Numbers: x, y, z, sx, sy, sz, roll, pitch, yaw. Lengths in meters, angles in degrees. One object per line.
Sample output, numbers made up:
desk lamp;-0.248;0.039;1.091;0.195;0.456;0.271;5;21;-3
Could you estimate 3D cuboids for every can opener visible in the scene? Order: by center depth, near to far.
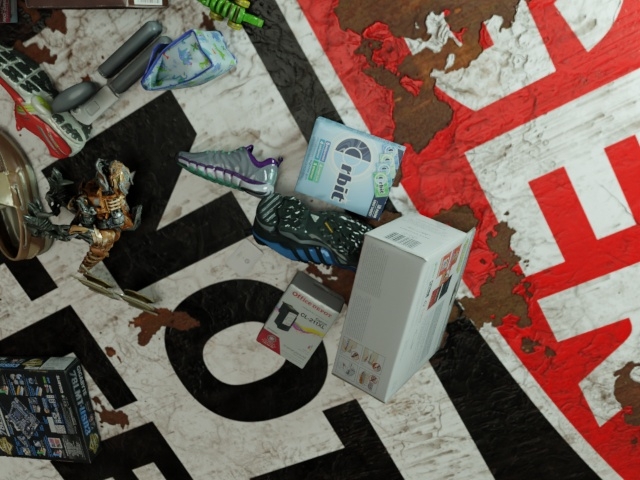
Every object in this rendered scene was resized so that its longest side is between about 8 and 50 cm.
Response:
can opener;-0.419;-0.333;1.211;0.280;0.093;0.074;-34;102;16

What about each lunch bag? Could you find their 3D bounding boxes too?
lunch bag;-0.258;-0.338;1.149;0.151;0.129;0.096;-27;98;22

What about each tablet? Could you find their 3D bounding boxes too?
tablet;-0.171;0.040;1.343;0.054;0.006;0.083;41;114;-5

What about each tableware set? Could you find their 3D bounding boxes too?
tableware set;-0.473;0.114;1.398;0.194;0.128;0.039;20;71;6

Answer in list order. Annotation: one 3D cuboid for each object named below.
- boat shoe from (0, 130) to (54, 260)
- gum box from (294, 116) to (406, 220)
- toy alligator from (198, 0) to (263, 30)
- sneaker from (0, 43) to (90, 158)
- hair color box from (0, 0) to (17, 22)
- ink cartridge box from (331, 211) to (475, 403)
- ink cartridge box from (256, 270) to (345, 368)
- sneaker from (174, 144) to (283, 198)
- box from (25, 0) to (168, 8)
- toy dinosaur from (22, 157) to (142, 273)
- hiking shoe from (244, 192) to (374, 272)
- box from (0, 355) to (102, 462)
boat shoe;-0.715;-0.104;1.345;0.123;0.116;0.324;-15;107;17
gum box;0.058;-0.144;1.203;0.185;0.041;0.156;20;113;5
toy alligator;-0.200;-0.452;1.135;0.190;0.051;0.056;27;113;1
sneaker;-0.623;-0.288;1.264;0.118;0.107;0.279;-35;100;27
hair color box;-0.808;-0.565;1.191;0.375;0.113;0.185;15;113;7
ink cartridge box;0.171;0.116;1.188;0.130;0.272;0.309;24;115;27
ink cartridge box;-0.045;0.176;1.331;0.128;0.072;0.175;31;114;0
sneaker;-0.190;-0.163;1.246;0.224;0.083;0.098;20;85;7
box;-0.413;-0.513;1.094;0.203;0.168;0.166;4;112;11
toy dinosaur;-0.513;-0.043;1.314;0.219;0.164;0.321;18;107;-11
hiking shoe;0.000;0.000;1.254;0.304;0.113;0.132;25;148;-8
box;-0.757;0.450;1.593;0.294;0.073;0.295;-1;111;13
